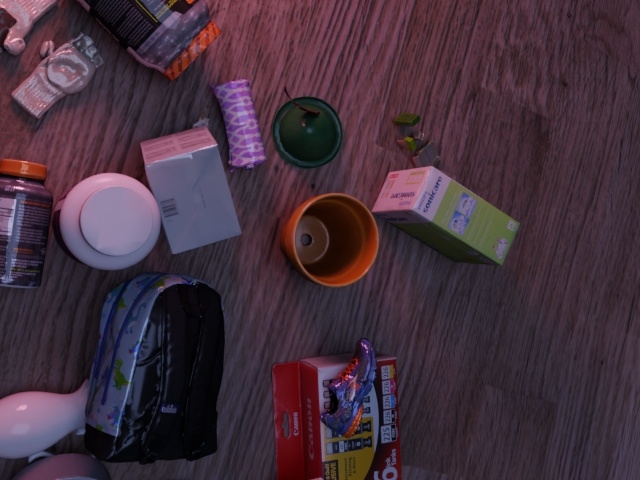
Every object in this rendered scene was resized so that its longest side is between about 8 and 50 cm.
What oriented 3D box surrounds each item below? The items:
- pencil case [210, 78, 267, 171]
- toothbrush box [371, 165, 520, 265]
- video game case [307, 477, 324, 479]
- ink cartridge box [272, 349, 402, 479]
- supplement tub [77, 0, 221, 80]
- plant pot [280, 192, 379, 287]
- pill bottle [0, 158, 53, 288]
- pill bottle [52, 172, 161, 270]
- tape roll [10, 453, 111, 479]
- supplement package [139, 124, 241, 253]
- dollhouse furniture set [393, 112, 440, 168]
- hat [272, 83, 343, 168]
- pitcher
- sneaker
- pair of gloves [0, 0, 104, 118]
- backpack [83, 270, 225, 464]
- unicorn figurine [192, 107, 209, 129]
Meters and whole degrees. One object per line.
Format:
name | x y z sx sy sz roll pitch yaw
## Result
pencil case | -0.182 -0.258 1.674 0.088 0.086 0.205 -12 94 1
toothbrush box | 0.300 -0.055 1.812 0.283 0.206 0.122 28 80 -20
video game case | -0.008 0.638 1.698 0.227 0.206 0.026 52 38 -15
ink cartridge box | 0.038 0.431 1.746 0.272 0.130 0.309 -4 92 -22
supplement tub | -0.366 -0.493 1.529 0.316 0.194 0.193 46 74 -16
plant pot | 0.000 0.000 1.693 0.205 0.188 0.205 0 90 -23
pill bottle | -0.599 -0.034 1.468 0.131 0.130 0.245 9 87 -23
pill bottle | -0.414 -0.034 1.442 0.182 0.323 0.181 0 91 -23
tape roll | -0.521 0.535 1.492 0.219 0.072 0.219 -13 122 -22
supplement package | -0.270 -0.110 1.532 0.149 0.203 0.194 -17 113 -10
dollhouse furniture set | 0.238 -0.245 1.883 0.076 0.059 0.151 -45 126 -24
hat | -0.007 -0.254 1.690 0.209 0.184 0.172 -6 93 -23
pitcher | -0.553 0.384 1.497 0.207 0.126 0.177 -9 91 -33
sneaker | 0.063 0.319 1.644 0.087 0.083 0.221 19 80 -11
pair of gloves | -0.579 -0.394 1.521 0.204 0.042 0.240 -42 106 -18
backpack | -0.327 0.239 1.519 0.290 0.273 0.355 9 99 -46
unicorn figurine | -0.274 -0.200 1.649 0.111 0.060 0.161 -35 123 -16
